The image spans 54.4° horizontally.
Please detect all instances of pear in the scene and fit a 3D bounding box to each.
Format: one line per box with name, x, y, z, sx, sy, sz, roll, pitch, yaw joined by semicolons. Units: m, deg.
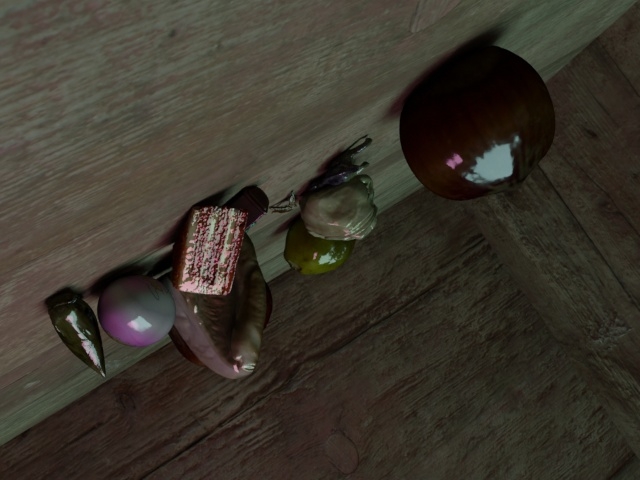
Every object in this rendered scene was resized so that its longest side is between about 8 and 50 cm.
pear;0.000;0.000;2.454;0.321;0.269;0.269;-48;171;11

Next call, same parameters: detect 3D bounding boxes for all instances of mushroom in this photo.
mushroom;-0.275;0.193;1.847;0.313;0.398;0.224;-33;180;-39

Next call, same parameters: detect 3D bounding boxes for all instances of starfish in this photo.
starfish;-0.102;-0.116;1.994;0.133;0.041;0.130;-30;172;-30

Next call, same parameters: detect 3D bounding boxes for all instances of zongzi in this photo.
zongzi;-0.572;0.230;1.486;0.094;0.205;0.205;-23;170;-18

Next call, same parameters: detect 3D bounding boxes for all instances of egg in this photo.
egg;-0.486;0.180;1.641;0.196;0.196;0.271;-32;156;-11

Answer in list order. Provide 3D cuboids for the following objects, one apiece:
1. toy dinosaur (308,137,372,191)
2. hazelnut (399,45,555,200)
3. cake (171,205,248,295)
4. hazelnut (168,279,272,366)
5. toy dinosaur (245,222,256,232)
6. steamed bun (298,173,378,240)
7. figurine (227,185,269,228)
toy dinosaur;0.068;-0.216;1.936;0.162;0.077;0.294;-38;179;-30
hazelnut;0.431;-0.326;1.746;0.429;0.402;0.402;-29;175;12
cake;-0.278;0.033;1.545;0.158;0.160;0.262;5;156;-19
hazelnut;-0.364;0.253;2.164;0.359;0.359;0.409;-27;163;-46
toy dinosaur;-0.200;-0.072;1.812;0.096;0.059;0.132;-41;-176;-16
steamed bun;0.074;-0.096;2.114;0.275;0.204;0.289;-23;-173;-11
figurine;-0.206;-0.081;1.649;0.154;0.082;0.098;-37;-163;29
